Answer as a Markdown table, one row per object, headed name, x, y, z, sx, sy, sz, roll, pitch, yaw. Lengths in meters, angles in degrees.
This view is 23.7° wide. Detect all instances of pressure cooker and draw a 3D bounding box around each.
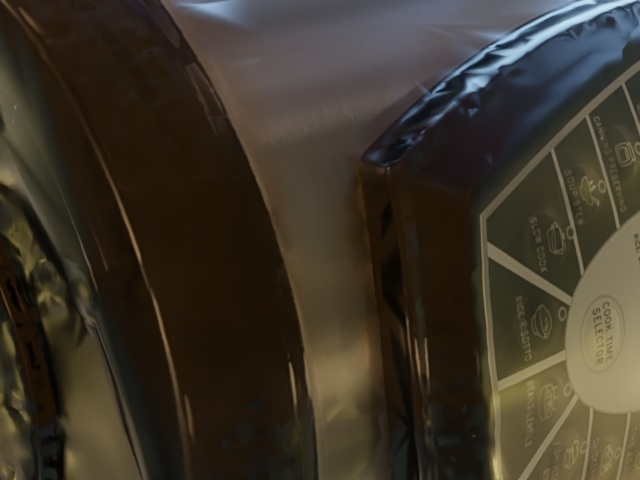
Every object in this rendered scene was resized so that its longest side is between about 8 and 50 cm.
| name | x | y | z | sx | sy | sz | roll | pitch | yaw |
| --- | --- | --- | --- | --- | --- | --- | --- | --- | --- |
| pressure cooker | -0.004 | -0.003 | 0.678 | 0.420 | 0.370 | 0.375 | -16 | -116 | -42 |
